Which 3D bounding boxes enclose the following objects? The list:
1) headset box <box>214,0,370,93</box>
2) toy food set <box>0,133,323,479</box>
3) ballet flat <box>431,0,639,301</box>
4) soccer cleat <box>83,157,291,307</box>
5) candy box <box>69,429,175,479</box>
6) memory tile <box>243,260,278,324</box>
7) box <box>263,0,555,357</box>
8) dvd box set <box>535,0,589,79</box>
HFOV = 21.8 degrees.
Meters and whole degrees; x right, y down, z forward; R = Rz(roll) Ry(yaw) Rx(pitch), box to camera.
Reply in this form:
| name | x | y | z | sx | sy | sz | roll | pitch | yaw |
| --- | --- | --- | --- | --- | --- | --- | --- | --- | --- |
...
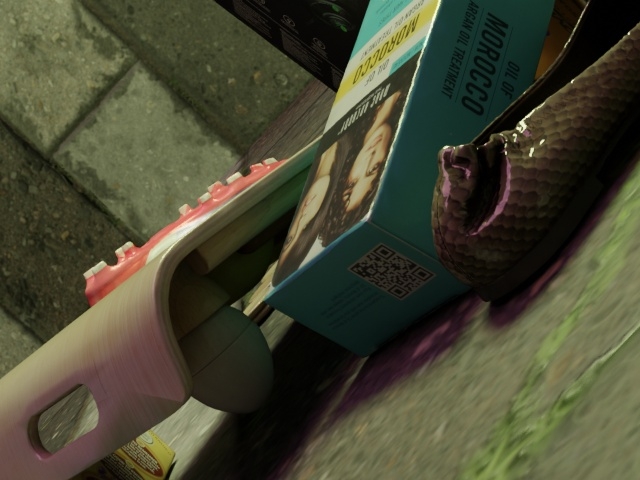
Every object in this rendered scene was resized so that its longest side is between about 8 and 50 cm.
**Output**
| name | x | y | z | sx | sy | sz | roll | pitch | yaw |
| --- | --- | --- | --- | --- | --- | --- | --- | --- | --- |
| headset box | 0.000 | -0.256 | 1.342 | 0.131 | 0.246 | 0.283 | -49 | -14 | -13 |
| toy food set | -0.039 | 0.030 | 0.921 | 0.306 | 0.092 | 0.220 | -38 | 2 | -42 |
| ballet flat | 0.114 | -0.074 | 0.716 | 0.250 | 0.058 | 0.084 | -51 | 9 | -33 |
| soccer cleat | -0.109 | 0.009 | 1.581 | 0.248 | 0.095 | 0.083 | -34 | 6 | -19 |
| candy box | -0.148 | 0.173 | 0.938 | 0.109 | 0.053 | 0.186 | -45 | 8 | 15 |
| memory tile | 0.000 | 0.000 | 1.189 | 0.148 | 0.012 | 0.113 | -45 | 7 | 23 |
| box | 0.052 | -0.072 | 0.804 | 0.100 | 0.060 | 0.244 | -38 | 27 | 52 |
| dvd box set | 0.189 | -0.220 | 1.074 | 0.307 | 0.062 | 0.420 | -48 | 7 | -9 |
